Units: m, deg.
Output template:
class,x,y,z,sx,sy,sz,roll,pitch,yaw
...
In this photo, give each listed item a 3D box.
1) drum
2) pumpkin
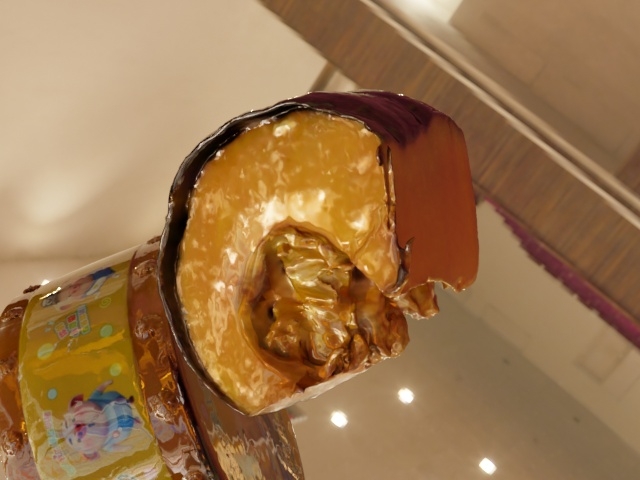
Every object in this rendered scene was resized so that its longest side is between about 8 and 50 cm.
class,x,y,z,sx,sy,sz,roll,pitch,yaw
drum,-0.186,0.212,1.296,0.431,0.214,0.431,-22,-90,-82
pumpkin,0.000,0.000,1.035,0.225,0.303,0.256,3,-127,-59
